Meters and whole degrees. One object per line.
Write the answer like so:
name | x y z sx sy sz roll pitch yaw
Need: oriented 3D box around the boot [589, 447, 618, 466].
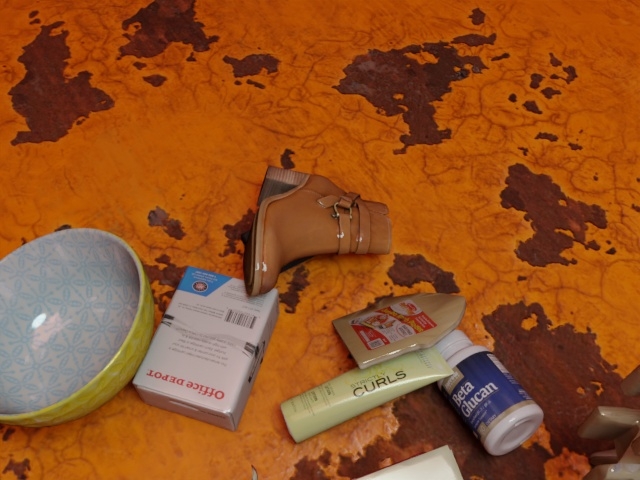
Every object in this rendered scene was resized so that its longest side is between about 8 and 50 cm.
boot | 0.440 0.285 0.966 0.118 0.042 0.087 11 50 4

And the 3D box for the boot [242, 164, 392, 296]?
boot | 0.000 0.000 1.063 0.220 0.109 0.283 17 34 -7

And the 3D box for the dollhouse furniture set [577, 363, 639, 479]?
dollhouse furniture set | 0.410 0.370 0.691 0.256 0.394 0.362 6 56 2

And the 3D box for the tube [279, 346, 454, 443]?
tube | 0.062 0.207 0.965 0.240 0.062 0.070 -23 76 -5

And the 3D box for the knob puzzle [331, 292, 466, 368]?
knob puzzle | 0.128 0.127 1.008 0.213 0.030 0.213 -15 16 5

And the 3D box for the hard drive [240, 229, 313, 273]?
hard drive | -0.054 -0.001 1.149 0.135 0.022 0.094 -26 61 -18

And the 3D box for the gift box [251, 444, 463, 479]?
gift box | 0.034 0.373 0.769 0.258 0.255 0.276 -17 64 -14

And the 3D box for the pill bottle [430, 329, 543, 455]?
pill bottle | 0.225 0.209 0.966 0.094 0.094 0.169 -23 47 -16

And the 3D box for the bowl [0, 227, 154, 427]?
bowl | -0.347 0.142 0.950 0.289 0.156 0.289 -8 51 10

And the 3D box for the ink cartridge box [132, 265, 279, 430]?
ink cartridge box | -0.161 0.156 1.002 0.148 0.086 0.203 15 58 8
